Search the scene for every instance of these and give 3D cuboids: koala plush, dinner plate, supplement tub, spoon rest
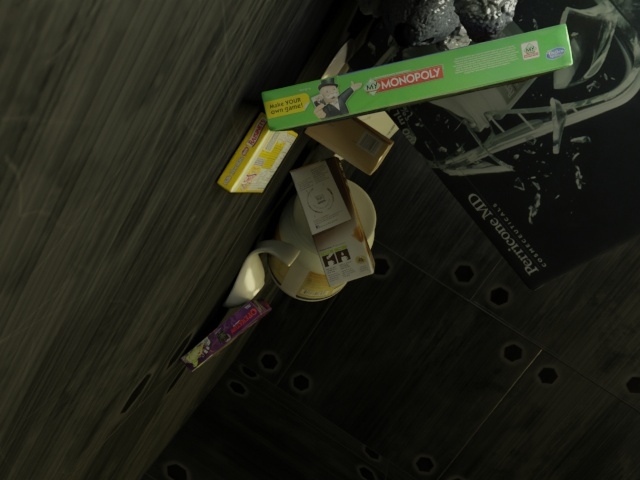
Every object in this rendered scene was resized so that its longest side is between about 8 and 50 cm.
[{"bbox_3d":[0.135,-0.311,0.823,0.221,0.196,0.203,102,11,-73],"label":"koala plush"},{"bbox_3d":[0.021,-0.266,1.128,0.141,0.017,0.141,-55,179,-2],"label":"dinner plate"},{"bbox_3d":[0.000,0.000,1.679,0.228,0.228,0.316,-56,178,-26],"label":"supplement tub"},{"bbox_3d":[-0.154,0.073,1.605,0.276,0.084,0.137,-40,-170,46],"label":"spoon rest"}]

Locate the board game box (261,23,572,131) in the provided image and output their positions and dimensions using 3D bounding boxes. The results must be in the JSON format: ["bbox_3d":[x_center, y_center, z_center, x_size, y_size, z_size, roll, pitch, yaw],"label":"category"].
[{"bbox_3d":[0.103,-0.182,0.808,0.213,0.318,0.046,-66,144,-81],"label":"board game box"}]

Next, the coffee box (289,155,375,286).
[{"bbox_3d":[0.029,-0.043,1.421,0.098,0.246,0.141,-19,-176,6],"label":"coffee box"}]

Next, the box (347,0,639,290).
[{"bbox_3d":[0.383,-0.261,0.998,0.297,0.479,0.472,-37,177,-39],"label":"box"}]

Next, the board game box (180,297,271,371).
[{"bbox_3d":[-0.225,0.228,1.723,0.208,0.056,0.347,-44,177,-2],"label":"board game box"}]

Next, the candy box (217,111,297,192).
[{"bbox_3d":[-0.080,-0.114,0.933,0.105,0.027,0.206,-55,178,6],"label":"candy box"}]

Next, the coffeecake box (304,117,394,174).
[{"bbox_3d":[0.060,-0.195,1.304,0.068,0.142,0.185,-57,178,13],"label":"coffeecake box"}]

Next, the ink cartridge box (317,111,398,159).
[{"bbox_3d":[0.122,-0.269,1.487,0.189,0.066,0.232,-22,168,-41],"label":"ink cartridge box"}]

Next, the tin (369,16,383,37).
[{"bbox_3d":[0.120,-0.385,1.317,0.106,0.040,0.189,-52,177,-20],"label":"tin"}]
